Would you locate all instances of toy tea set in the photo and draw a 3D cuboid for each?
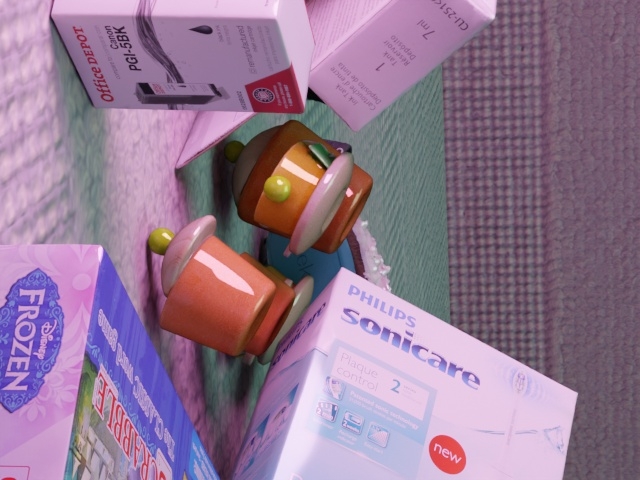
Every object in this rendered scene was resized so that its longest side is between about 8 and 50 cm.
[{"bbox_3d":[-0.061,-0.008,1.205,0.200,0.124,0.336,-61,173,1],"label":"toy tea set"}]

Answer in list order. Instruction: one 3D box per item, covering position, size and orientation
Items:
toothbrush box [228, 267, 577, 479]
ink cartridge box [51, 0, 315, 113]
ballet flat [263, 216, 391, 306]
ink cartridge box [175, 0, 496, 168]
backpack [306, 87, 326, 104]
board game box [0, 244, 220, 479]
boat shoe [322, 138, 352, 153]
[{"bbox_3d":[0.046,0.201,1.119,0.126,0.216,0.295,-51,-166,46],"label":"toothbrush box"},{"bbox_3d":[-0.079,-0.124,0.919,0.099,0.135,0.056,72,23,-59],"label":"ink cartridge box"},{"bbox_3d":[0.034,0.139,1.364,0.147,0.147,0.409,78,6,-50],"label":"ballet flat"},{"bbox_3d":[0.025,-0.180,1.214,0.066,0.261,0.296,43,30,-19],"label":"ink cartridge box"},{"bbox_3d":[0.034,-0.253,1.581,0.166,0.144,0.188,59,29,-62],"label":"backpack"},{"bbox_3d":[-0.127,0.217,0.825,0.319,0.066,0.318,74,18,-58],"label":"board game box"},{"bbox_3d":[0.000,0.000,1.555,0.080,0.076,0.229,72,20,-61],"label":"boat shoe"}]
